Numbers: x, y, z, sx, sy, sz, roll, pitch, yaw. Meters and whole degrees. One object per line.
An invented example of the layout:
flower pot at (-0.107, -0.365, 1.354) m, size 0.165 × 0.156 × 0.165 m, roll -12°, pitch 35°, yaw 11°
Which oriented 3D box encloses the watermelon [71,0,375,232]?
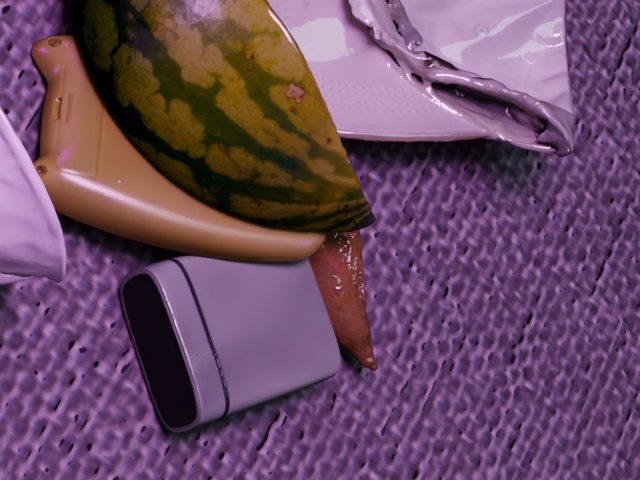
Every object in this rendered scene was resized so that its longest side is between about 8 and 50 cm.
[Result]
watermelon at (-0.088, -0.123, 1.335) m, size 0.128 × 0.159 × 0.303 m, roll -32°, pitch 80°, yaw 1°

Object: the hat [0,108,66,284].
hat at (-0.256, -0.031, 1.202) m, size 0.126 × 0.203 × 0.203 m, roll -29°, pitch 95°, yaw -20°

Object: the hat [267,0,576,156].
hat at (0.068, -0.189, 1.508) m, size 0.301 × 0.168 × 0.258 m, roll -9°, pitch 103°, yaw -15°

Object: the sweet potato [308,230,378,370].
sweet potato at (0.000, 0.000, 1.435) m, size 0.068 × 0.060 × 0.206 m, roll -19°, pitch 92°, yaw -1°

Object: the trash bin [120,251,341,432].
trash bin at (-0.062, 0.061, 1.374) m, size 0.130 × 0.059 × 0.116 m, roll -17°, pitch 87°, yaw -39°

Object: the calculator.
calculator at (-0.089, -0.066, 1.367) m, size 0.236 × 0.033 × 0.157 m, roll 13°, pitch 59°, yaw -21°
